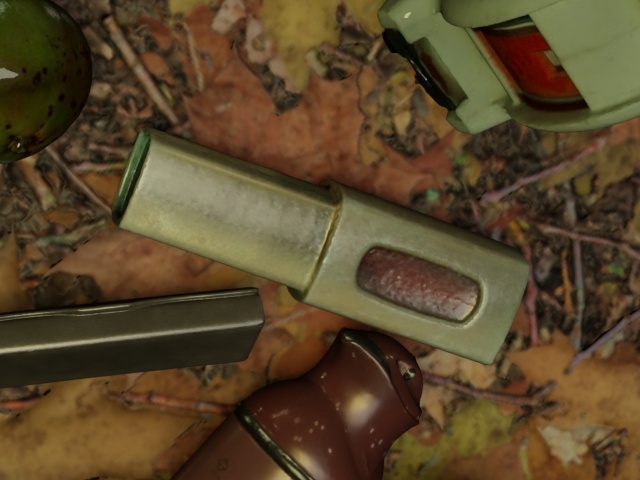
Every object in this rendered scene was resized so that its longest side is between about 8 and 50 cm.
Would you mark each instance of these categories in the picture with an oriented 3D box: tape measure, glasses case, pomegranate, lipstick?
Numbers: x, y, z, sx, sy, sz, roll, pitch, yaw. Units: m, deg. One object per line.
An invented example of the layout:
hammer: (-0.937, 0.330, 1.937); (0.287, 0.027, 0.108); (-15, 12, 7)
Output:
tape measure: (0.183, -0.157, 0.894); (0.243, 0.246, 0.125); (-41, 112, -7)
glasses case: (-0.133, 0.058, 0.953); (0.191, 0.072, 0.042); (-6, 76, -12)
pomegranate: (-0.195, -0.112, 0.885); (0.114, 0.114, 0.142); (-25, 79, -6)
lipstick: (0.000, 0.000, 0.965); (0.253, 0.077, 0.079); (21, 98, -16)

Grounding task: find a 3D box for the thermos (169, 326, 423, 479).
thermos: (-0.048, 0.198, 0.984); (0.136, 0.109, 0.330); (42, 91, -18)
